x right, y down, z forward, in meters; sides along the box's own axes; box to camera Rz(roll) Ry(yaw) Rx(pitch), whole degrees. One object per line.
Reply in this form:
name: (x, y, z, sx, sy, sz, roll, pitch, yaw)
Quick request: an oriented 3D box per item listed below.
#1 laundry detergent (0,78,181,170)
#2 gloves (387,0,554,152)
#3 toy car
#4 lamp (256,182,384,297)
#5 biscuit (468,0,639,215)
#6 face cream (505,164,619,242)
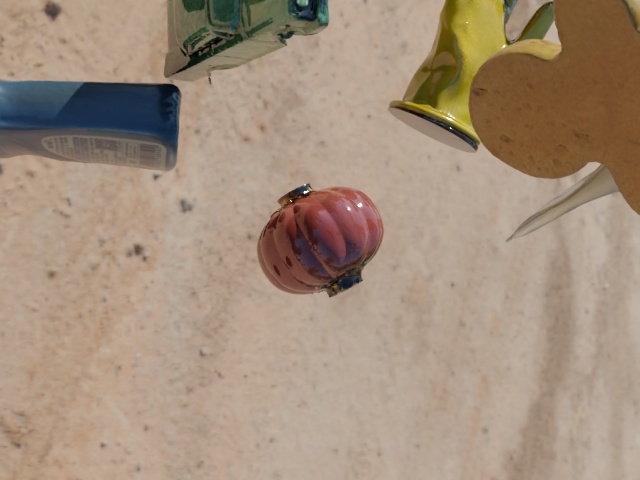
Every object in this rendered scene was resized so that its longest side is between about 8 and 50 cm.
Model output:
laundry detergent: (-0.307, -0.140, 1.199, 0.290, 0.143, 0.094, 5, 80, -10)
gloves: (0.195, -0.261, 1.233, 0.294, 0.116, 0.133, -64, 153, -1)
toy car: (-0.095, -0.256, 1.108, 0.097, 0.321, 0.141, 0, 88, -31)
lamp: (0.000, 0.000, 0.853, 0.107, 0.107, 0.092, -25, 85, -50)
biscuit: (0.180, -0.077, 0.542, 0.035, 0.240, 0.158, -42, 119, -34)
face cream: (0.234, -0.065, 0.758, 0.114, 0.224, 0.070, -30, 87, -40)
